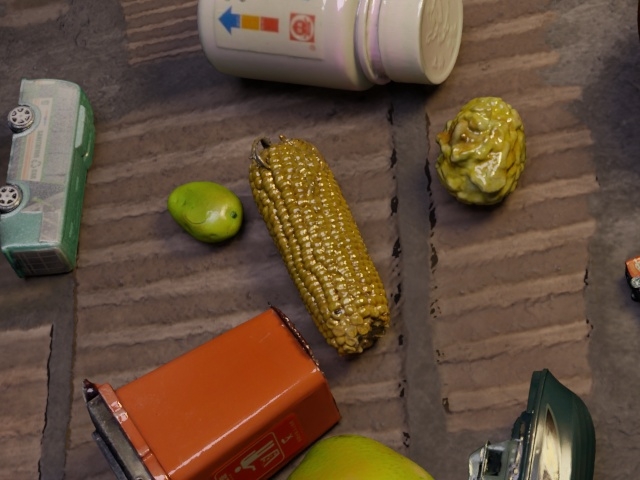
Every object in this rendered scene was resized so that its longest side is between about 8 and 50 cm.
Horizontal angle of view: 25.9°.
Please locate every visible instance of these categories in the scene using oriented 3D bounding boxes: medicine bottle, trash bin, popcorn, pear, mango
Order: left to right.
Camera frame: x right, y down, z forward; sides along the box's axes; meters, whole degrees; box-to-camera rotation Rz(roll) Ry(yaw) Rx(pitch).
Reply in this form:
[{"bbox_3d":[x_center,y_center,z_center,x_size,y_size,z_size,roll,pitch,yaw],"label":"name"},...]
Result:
[{"bbox_3d":[-0.139,-0.036,1.664,0.108,0.056,0.073,21,65,31],"label":"mango"},{"bbox_3d":[-0.115,0.182,1.478,0.238,0.161,0.184,-34,56,-11],"label":"trash bin"},{"bbox_3d":[0.011,-0.268,1.676,0.293,0.170,0.170,10,65,25],"label":"medicine bottle"},{"bbox_3d":[0.035,0.288,1.342,0.187,0.187,0.220,-34,54,-1],"label":"pear"},{"bbox_3d":[0.175,-0.100,1.558,0.106,0.116,0.121,11,107,34],"label":"popcorn"}]

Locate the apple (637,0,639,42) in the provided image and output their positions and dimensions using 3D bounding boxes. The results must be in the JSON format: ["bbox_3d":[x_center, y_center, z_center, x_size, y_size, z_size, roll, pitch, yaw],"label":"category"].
[{"bbox_3d":[0.484,-0.242,1.427,0.319,0.277,0.319,-9,60,16],"label":"apple"}]

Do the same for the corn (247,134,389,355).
[{"bbox_3d":[0.000,0.000,1.569,0.106,0.106,0.293,-29,57,2],"label":"corn"}]

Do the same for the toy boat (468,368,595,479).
[{"bbox_3d":[0.199,0.260,1.336,0.122,0.114,0.296,3,63,12],"label":"toy boat"}]

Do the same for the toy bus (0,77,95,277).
[{"bbox_3d":[-0.347,-0.082,1.751,0.109,0.091,0.262,-2,61,7],"label":"toy bus"}]

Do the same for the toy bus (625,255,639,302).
[{"bbox_3d":[0.353,0.064,1.445,0.043,0.031,0.110,-23,55,-2],"label":"toy bus"}]
